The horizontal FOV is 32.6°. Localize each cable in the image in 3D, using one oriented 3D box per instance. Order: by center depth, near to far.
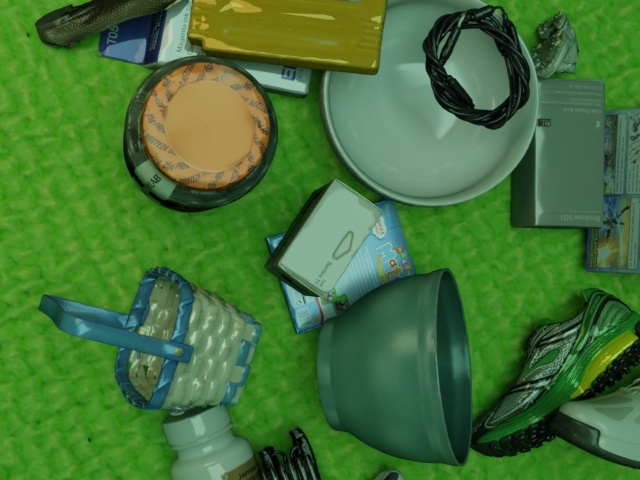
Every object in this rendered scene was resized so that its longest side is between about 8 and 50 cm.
[{"bbox_3d":[0.233,-0.253,1.628,0.151,0.047,0.184,-14,93,-11],"label":"cable"}]

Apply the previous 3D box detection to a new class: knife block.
[{"bbox_3d":[-0.013,0.430,1.668,0.088,0.242,0.275,-19,125,2],"label":"knife block"}]

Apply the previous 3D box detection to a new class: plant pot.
[{"bbox_3d":[0.108,0.196,1.648,0.196,0.293,0.293,-6,91,15],"label":"plant pot"}]

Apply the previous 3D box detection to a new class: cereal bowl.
[{"bbox_3d":[0.158,-0.215,1.708,0.339,0.141,0.338,0,89,-10],"label":"cereal bowl"}]

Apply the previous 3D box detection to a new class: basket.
[{"bbox_3d":[-0.249,0.137,1.575,0.289,0.255,0.201,21,88,-21],"label":"basket"}]

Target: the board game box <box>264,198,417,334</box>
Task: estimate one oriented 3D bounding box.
[{"bbox_3d":[0.037,0.039,1.736,0.212,0.039,0.160,-18,92,-9],"label":"board game box"}]

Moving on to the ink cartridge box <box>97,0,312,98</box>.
[{"bbox_3d":[-0.152,-0.409,1.689,0.330,0.071,0.324,10,88,-12],"label":"ink cartridge box"}]

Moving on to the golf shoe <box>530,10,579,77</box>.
[{"bbox_3d":[0.385,-0.296,1.752,0.086,0.069,0.176,49,40,-18],"label":"golf shoe"}]

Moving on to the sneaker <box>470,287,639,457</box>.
[{"bbox_3d":[0.370,0.220,1.773,0.343,0.134,0.146,-41,61,-2],"label":"sneaker"}]

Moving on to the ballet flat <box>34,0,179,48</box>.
[{"bbox_3d":[-0.305,-0.339,1.636,0.250,0.084,0.058,-17,121,8],"label":"ballet flat"}]

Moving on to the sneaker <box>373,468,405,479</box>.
[{"bbox_3d":[0.134,0.483,1.726,0.153,0.094,0.234,15,87,-12],"label":"sneaker"}]

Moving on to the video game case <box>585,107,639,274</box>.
[{"bbox_3d":[0.549,-0.077,1.739,0.061,0.244,0.269,4,89,-48],"label":"video game case"}]

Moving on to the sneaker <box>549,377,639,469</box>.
[{"bbox_3d":[0.547,0.204,1.707,0.448,0.169,0.257,4,102,-35],"label":"sneaker"}]

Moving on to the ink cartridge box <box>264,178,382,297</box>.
[{"bbox_3d":[0.000,0.000,1.604,0.087,0.208,0.153,34,83,-6],"label":"ink cartridge box"}]

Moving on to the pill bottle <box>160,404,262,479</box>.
[{"bbox_3d":[-0.154,0.363,1.653,0.131,0.131,0.229,-20,93,-10],"label":"pill bottle"}]

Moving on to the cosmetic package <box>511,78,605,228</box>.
[{"bbox_3d":[0.383,-0.135,1.770,0.127,0.107,0.237,-1,87,-13],"label":"cosmetic package"}]

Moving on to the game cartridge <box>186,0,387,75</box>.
[{"bbox_3d":[-0.036,-0.416,1.609,0.285,0.052,0.323,6,80,2],"label":"game cartridge"}]

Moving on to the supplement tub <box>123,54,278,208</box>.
[{"bbox_3d":[-0.174,-0.145,1.546,0.207,0.338,0.207,0,90,-10],"label":"supplement tub"}]
